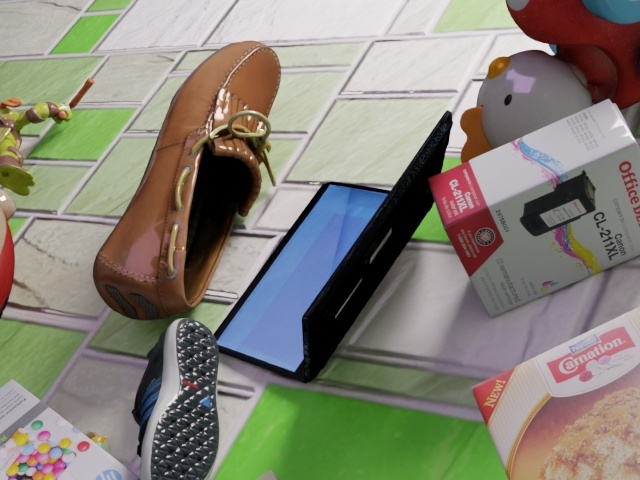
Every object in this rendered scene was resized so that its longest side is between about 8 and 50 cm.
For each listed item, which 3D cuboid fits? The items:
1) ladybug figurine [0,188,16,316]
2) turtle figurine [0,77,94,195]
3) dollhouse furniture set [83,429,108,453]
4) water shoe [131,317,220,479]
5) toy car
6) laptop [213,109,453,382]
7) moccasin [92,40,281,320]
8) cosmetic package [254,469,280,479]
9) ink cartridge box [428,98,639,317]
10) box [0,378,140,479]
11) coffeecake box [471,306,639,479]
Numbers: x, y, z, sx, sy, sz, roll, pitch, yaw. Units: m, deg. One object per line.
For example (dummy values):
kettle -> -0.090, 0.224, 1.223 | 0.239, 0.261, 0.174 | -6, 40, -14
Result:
ladybug figurine -> -0.531, 0.104, 1.300 | 0.449, 0.162, 0.305 | -38, 38, -7
turtle figurine -> -0.441, -0.137, 1.564 | 0.269, 0.087, 0.217 | -25, 39, 8
dollhouse furniture set -> -0.276, 0.235, 1.071 | 0.152, 0.058, 0.076 | -33, 38, -1
water shoe -> -0.141, 0.172, 1.059 | 0.080, 0.073, 0.203 | -41, 30, 39
toy car -> 0.215, -0.166, 1.080 | 0.238, 0.210, 0.219 | -47, 28, 1
laptop -> 0.000, 0.000, 1.052 | 0.137, 0.264, 0.234 | 30, 69, 13
moccasin -> -0.118, -0.079, 1.245 | 0.147, 0.139, 0.380 | 2, 46, 27
cosmetic package -> -0.038, 0.251, 0.908 | 0.060, 0.041, 0.115 | -32, 38, 1
ink cartridge box -> 0.201, -0.027, 0.977 | 0.175, 0.127, 0.072 | -24, 38, 10
box -> -0.281, 0.229, 1.033 | 0.186, 0.038, 0.145 | 31, 55, 28
coffeecake box -> 0.179, 0.129, 0.584 | 0.142, 0.068, 0.185 | -28, 37, 8
